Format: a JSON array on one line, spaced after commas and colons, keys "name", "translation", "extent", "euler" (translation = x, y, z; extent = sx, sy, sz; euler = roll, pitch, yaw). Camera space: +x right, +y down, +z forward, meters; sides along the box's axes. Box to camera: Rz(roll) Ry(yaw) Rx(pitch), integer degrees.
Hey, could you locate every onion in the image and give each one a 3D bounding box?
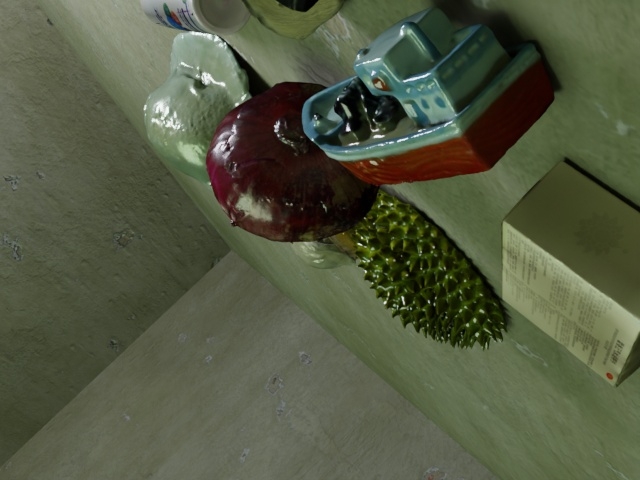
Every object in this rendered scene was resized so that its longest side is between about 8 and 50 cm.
[{"name": "onion", "translation": [-0.034, -0.110, 1.123], "extent": [0.246, 0.246, 0.190], "euler": [42, 159, 20]}]

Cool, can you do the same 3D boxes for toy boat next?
[{"name": "toy boat", "translation": [0.070, -0.143, 0.814], "extent": [0.133, 0.145, 0.332], "euler": [50, 163, -18]}]

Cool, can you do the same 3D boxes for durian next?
[{"name": "durian", "translation": [0.180, 0.051, 1.325], "extent": [0.355, 0.157, 0.169], "euler": [50, -155, -11]}]

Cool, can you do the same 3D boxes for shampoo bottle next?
[{"name": "shampoo bottle", "translation": [-0.202, -0.360, 1.214], "extent": [0.092, 0.092, 0.303], "euler": [53, 167, -31]}]

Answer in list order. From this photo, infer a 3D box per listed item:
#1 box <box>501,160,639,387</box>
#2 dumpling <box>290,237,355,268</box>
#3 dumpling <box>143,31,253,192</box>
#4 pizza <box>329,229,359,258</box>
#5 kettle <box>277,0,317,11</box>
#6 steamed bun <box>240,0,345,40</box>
[{"name": "box", "translation": [0.279, 0.042, 0.840], "extent": [0.168, 0.095, 0.212], "euler": [43, 170, 26]}, {"name": "dumpling", "translation": [0.000, 0.000, 1.739], "extent": [0.199, 0.118, 0.136], "euler": [27, 179, -23]}, {"name": "dumpling", "translation": [-0.209, -0.213, 1.483], "extent": [0.320, 0.212, 0.270], "euler": [34, 165, 7]}, {"name": "pizza", "translation": [0.019, -0.072, 1.422], "extent": [0.305, 0.085, 0.161], "euler": [47, -165, -42]}, {"name": "kettle", "translation": [-0.093, -0.310, 0.585], "extent": [0.308, 0.203, 0.262], "euler": [35, 162, -5]}, {"name": "steamed bun", "translation": [-0.056, -0.301, 0.825], "extent": [0.231, 0.110, 0.212], "euler": [49, 167, -21]}]
